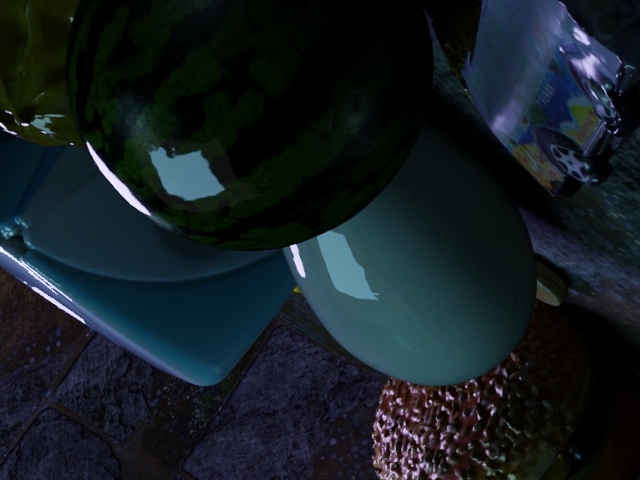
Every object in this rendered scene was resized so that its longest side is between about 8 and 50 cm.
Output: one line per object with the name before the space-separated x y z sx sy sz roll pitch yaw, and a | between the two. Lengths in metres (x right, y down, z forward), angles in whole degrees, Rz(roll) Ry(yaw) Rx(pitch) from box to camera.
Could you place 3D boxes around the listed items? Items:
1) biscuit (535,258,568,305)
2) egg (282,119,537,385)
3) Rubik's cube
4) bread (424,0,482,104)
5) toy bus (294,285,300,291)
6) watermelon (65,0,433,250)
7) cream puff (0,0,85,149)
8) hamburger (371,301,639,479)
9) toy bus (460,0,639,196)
biscuit | 0.208 0.025 1.907 0.153 0.030 0.234 39 170 -34
egg | 0.084 0.005 1.590 0.230 0.230 0.371 26 163 43
Rubik's cube | -0.214 -0.068 1.895 0.352 0.351 0.347 42 168 -30
bread | 0.138 -0.153 1.231 0.084 0.080 0.109 47 -160 -56
toy bus | 0.000 0.000 2.169 0.152 0.144 0.330 33 173 9
watermelon | -0.056 -0.130 1.250 0.285 0.285 0.285 33 171 6
cream puff | -0.206 -0.191 1.528 0.291 0.257 0.324 44 167 -33
hamburger | 0.234 0.236 2.007 0.250 0.330 0.330 32 173 -24
toy bus | 0.166 -0.126 1.002 0.138 0.112 0.317 43 172 10
